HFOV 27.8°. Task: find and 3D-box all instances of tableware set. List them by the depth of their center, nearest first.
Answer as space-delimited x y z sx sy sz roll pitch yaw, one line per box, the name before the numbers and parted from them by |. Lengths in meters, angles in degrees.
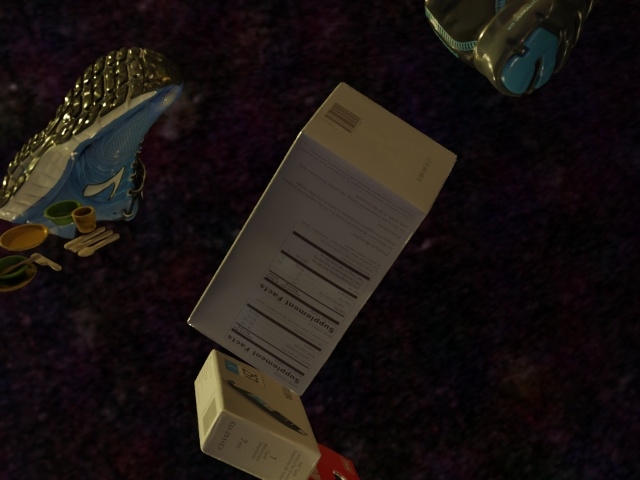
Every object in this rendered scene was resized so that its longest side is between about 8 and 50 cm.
tableware set | -0.272 0.003 1.200 0.104 0.154 0.024 24 133 43

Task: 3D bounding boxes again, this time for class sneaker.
sneaker | 0.251 -0.298 1.280 0.140 0.341 0.125 40 164 31
sneaker | -0.264 -0.112 1.612 0.147 0.129 0.330 29 132 -28

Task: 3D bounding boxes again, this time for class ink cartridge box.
ink cartridge box | -0.036 0.260 1.706 0.261 0.296 0.066 28 95 -11

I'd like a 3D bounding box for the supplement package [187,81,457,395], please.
supplement package | 0.000 0.000 1.227 0.134 0.139 0.244 33 121 0
